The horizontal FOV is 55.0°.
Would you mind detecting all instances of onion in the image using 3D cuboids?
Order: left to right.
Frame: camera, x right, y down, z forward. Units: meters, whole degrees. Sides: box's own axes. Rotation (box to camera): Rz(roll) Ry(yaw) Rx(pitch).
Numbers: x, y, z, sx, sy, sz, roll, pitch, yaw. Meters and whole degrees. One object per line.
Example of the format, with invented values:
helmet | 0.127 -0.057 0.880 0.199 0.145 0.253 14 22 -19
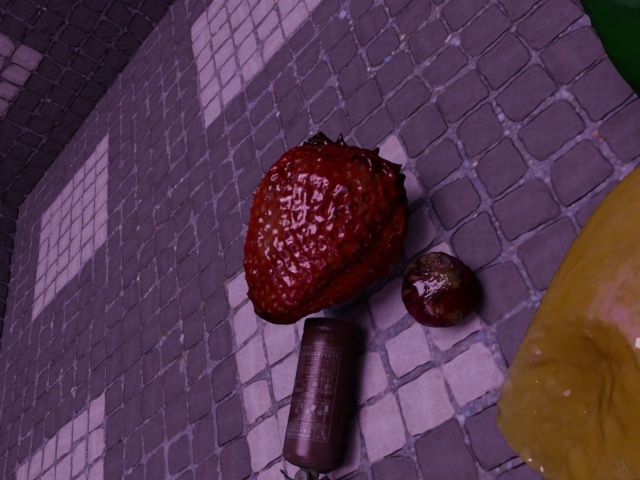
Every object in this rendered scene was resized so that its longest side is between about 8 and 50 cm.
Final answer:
onion | 0.164 0.070 0.848 0.107 0.097 0.107 -7 61 13

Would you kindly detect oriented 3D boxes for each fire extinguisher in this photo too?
fire extinguisher | -0.005 0.257 0.929 0.104 0.104 0.269 -11 62 45

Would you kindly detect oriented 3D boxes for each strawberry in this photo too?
strawberry | 0.000 0.000 0.934 0.238 0.250 0.288 11 57 47

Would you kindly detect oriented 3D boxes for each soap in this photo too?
soap | 0.357 0.092 0.596 0.306 0.115 0.428 36 99 54

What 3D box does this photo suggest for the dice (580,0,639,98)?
dice | 0.422 -0.295 0.586 0.300 0.287 0.297 -27 53 36
